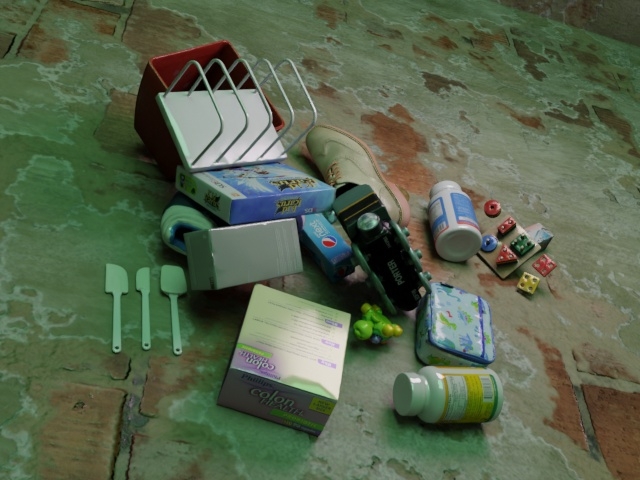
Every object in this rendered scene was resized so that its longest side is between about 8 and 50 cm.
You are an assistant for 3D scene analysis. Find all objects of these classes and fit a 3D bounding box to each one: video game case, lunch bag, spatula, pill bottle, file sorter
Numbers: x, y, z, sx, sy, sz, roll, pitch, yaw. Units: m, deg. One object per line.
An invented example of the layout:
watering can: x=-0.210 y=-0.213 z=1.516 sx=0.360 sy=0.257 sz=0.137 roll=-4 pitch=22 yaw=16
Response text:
video game case: x=-0.145 y=-0.116 z=1.777 sx=0.269 sy=0.061 sz=0.244 roll=-9 pitch=27 yaw=-36
lunch bag: x=0.313 y=0.204 z=1.846 sx=0.176 sy=0.090 sz=0.219 roll=21 pitch=39 yaw=-9
spatula: x=-0.356 y=0.136 z=1.648 sx=0.168 sy=0.019 sz=0.242 roll=7 pitch=41 yaw=-21
pill bottle: x=0.353 y=-0.059 z=2.142 sx=0.124 sy=0.124 sz=0.222 roll=12 pitch=40 yaw=-13
file sorter: x=-0.180 y=-0.288 z=1.771 sx=0.277 sy=0.173 sz=0.193 roll=-12 pitch=71 yaw=-42
pill bottle: x=0.261 y=0.319 z=1.660 sx=0.208 sy=0.118 sz=0.118 roll=5 pitch=42 yaw=-22

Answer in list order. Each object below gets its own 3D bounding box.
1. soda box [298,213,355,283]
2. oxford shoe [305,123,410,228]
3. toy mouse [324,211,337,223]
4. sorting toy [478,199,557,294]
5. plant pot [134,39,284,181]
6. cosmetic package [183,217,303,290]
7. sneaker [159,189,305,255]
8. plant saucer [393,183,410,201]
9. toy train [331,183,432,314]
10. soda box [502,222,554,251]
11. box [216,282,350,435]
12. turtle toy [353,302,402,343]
soda box: x=0.000 y=0.000 z=1.929 sx=0.067 sy=0.071 sz=0.210 roll=-26 pitch=57 yaw=-20
oxford shoe: x=0.071 y=-0.172 z=2.103 sx=0.146 sy=0.140 sz=0.397 roll=-6 pitch=45 yaw=-48
toy mouse: x=0.000 y=-0.092 z=2.079 sx=0.143 sy=0.031 sz=0.161 roll=-21 pitch=56 yaw=-41
sorting toy: x=0.496 y=0.016 z=2.122 sx=0.132 sy=0.046 sz=0.274 roll=-38 pitch=63 yaw=-1
plant pot: x=-0.300 y=-0.294 z=1.968 sx=0.267 sy=0.235 sz=0.267 roll=-30 pitch=83 yaw=-45
cosmetic package: x=-0.158 y=0.027 z=1.677 sx=0.238 sy=0.107 sz=0.127 roll=-7 pitch=90 yaw=-40
sneaker: x=-0.197 y=-0.017 z=1.795 sx=0.322 sy=0.130 sz=0.236 roll=12 pitch=30 yaw=-6
plant saucer: x=0.209 y=-0.127 z=2.237 sx=0.083 sy=0.015 sz=0.083 roll=14 pitch=40 yaw=-12
toy train: x=0.139 y=0.025 z=1.800 sx=0.142 sy=0.334 sz=0.190 roll=-31 pitch=47 yaw=2
soda box: x=0.565 y=0.009 z=2.220 sx=0.183 sy=0.058 sz=0.063 roll=-20 pitch=55 yaw=-40
box: x=-0.068 y=0.233 z=1.598 sx=0.213 sy=0.117 sz=0.243 roll=18 pitch=38 yaw=-5
turtle toy: x=0.116 y=0.190 z=1.767 sx=0.095 sy=0.066 sz=0.130 roll=44 pitch=13 yaw=25
